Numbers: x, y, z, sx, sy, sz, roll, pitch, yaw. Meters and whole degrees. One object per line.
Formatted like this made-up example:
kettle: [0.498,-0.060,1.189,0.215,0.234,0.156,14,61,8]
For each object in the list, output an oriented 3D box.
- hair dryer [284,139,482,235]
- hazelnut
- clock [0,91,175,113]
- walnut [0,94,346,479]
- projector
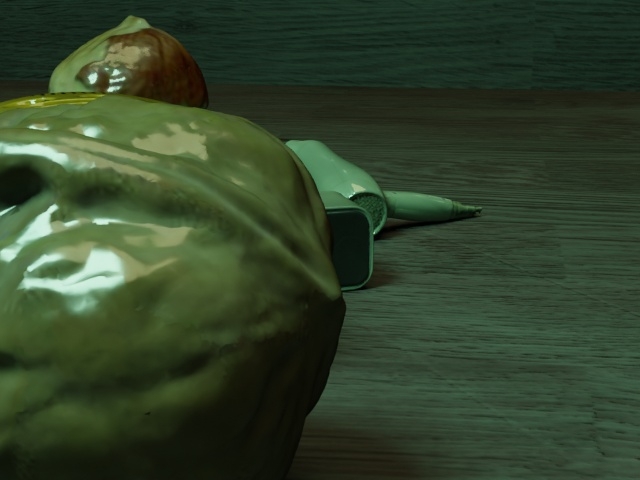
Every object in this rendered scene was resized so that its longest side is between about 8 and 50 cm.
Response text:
hair dryer: [0.090,-0.061,1.328,0.237,0.075,0.206,8,23,-24]
hazelnut: [-0.324,-0.258,1.797,0.261,0.241,0.261,-4,4,0]
clock: [-0.187,-0.028,0.878,0.244,0.200,0.317,-1,20,-18]
walnut: [-0.115,0.044,0.563,0.273,0.227,0.273,-4,15,1]
projector: [0.000,0.000,1.049,0.083,0.083,0.082,-4,14,-17]
